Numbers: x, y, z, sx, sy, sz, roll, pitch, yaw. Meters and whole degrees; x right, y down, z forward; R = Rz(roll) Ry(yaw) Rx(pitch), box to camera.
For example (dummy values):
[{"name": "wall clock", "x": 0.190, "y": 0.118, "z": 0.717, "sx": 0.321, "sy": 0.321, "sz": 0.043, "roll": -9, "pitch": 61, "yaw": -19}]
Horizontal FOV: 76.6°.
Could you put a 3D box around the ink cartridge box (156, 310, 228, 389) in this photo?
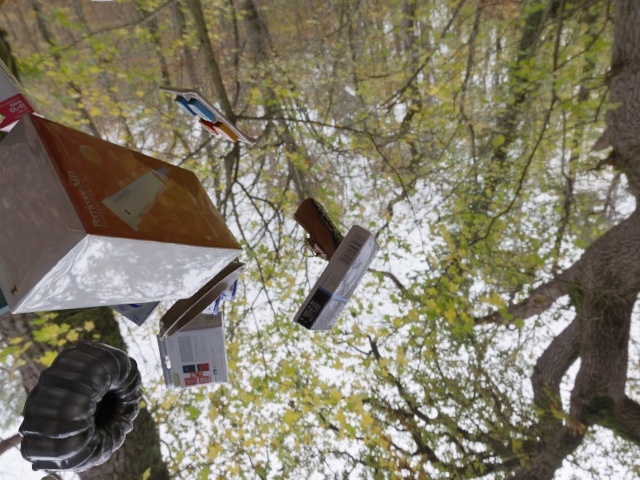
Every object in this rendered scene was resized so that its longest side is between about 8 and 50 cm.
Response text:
[{"name": "ink cartridge box", "x": -0.560, "y": 0.489, "z": 1.803, "sx": 0.271, "sy": 0.309, "sz": 0.130, "roll": -4, "pitch": -157, "yaw": -12}]

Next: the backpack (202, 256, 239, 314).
[{"name": "backpack", "x": -0.408, "y": 0.134, "z": 1.470, "sx": 0.213, "sy": 0.263, "sz": 0.276, "roll": 16, "pitch": -168, "yaw": -18}]

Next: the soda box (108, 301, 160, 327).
[{"name": "soda box", "x": -0.465, "y": 0.145, "z": 1.064, "sx": 0.091, "sy": 0.098, "sz": 0.286, "roll": -54, "pitch": -170, "yaw": -13}]

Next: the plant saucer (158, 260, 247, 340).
[{"name": "plant saucer", "x": -0.302, "y": 0.143, "z": 1.033, "sx": 0.278, "sy": 0.041, "sz": 0.278, "roll": -43, "pitch": 179, "yaw": -1}]

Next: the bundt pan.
[{"name": "bundt pan", "x": -0.585, "y": 0.432, "z": 1.053, "sx": 0.124, "sy": 0.331, "sz": 0.331, "roll": 5, "pitch": -146, "yaw": 13}]

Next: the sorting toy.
[{"name": "sorting toy", "x": -0.277, "y": -0.301, "z": 0.990, "sx": 0.193, "sy": 0.208, "sz": 0.038, "roll": 28, "pitch": -93, "yaw": 47}]

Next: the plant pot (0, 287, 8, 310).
[{"name": "plant pot", "x": -1.033, "y": 0.150, "z": 1.296, "sx": 0.234, "sy": 0.165, "sz": 0.165, "roll": -32, "pitch": -173, "yaw": -41}]

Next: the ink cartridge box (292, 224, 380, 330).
[{"name": "ink cartridge box", "x": 0.045, "y": 0.083, "z": 0.803, "sx": 0.045, "sy": 0.208, "sz": 0.206, "roll": 32, "pitch": -91, "yaw": 18}]

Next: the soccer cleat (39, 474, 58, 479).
[{"name": "soccer cleat", "x": -0.721, "y": 0.724, "z": 1.111, "sx": 0.068, "sy": 0.076, "sz": 0.196, "roll": 12, "pitch": -153, "yaw": -52}]

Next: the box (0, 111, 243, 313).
[{"name": "box", "x": -0.327, "y": -0.026, "z": 0.679, "sx": 0.168, "sy": 0.215, "sz": 0.345, "roll": -39, "pitch": 164, "yaw": 14}]

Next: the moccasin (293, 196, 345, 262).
[{"name": "moccasin", "x": -0.002, "y": -0.001, "z": 1.504, "sx": 0.147, "sy": 0.139, "sz": 0.380, "roll": -43, "pitch": -124, "yaw": 13}]

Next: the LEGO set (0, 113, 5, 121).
[{"name": "LEGO set", "x": -0.992, "y": -0.329, "z": 0.980, "sx": 0.192, "sy": 0.255, "sz": 0.331, "roll": -56, "pitch": 179, "yaw": -7}]

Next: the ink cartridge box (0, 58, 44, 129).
[{"name": "ink cartridge box", "x": -1.081, "y": -0.520, "z": 1.328, "sx": 0.131, "sy": 0.306, "sz": 0.226, "roll": -34, "pitch": -155, "yaw": -15}]
